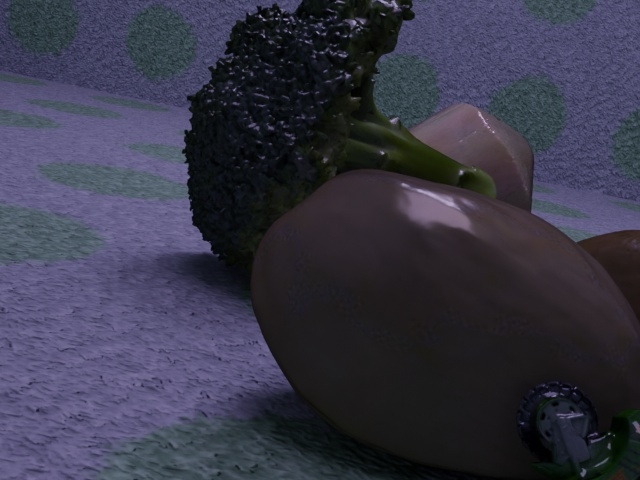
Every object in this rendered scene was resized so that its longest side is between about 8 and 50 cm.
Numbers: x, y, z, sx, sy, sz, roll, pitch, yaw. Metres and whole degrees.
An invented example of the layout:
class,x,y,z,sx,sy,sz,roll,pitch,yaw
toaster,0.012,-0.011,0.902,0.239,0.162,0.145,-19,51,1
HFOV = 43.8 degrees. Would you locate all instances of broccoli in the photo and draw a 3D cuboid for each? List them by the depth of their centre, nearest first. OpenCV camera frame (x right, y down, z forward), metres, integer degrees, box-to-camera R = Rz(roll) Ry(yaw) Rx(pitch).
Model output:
class,x,y,z,sx,sy,sz,roll,pitch,yaw
broccoli,0.013,-0.074,0.970,0.353,0.397,0.274,-24,48,13

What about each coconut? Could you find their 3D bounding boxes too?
class,x,y,z,sx,sy,sz,roll,pitch,yaw
coconut,0.218,-0.091,1.241,0.244,0.239,0.239,-26,22,-9

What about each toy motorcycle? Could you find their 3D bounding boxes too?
class,x,y,z,sx,sy,sz,roll,pitch,yaw
toy motorcycle,0.209,0.157,0.494,0.190,0.106,0.074,16,-11,4

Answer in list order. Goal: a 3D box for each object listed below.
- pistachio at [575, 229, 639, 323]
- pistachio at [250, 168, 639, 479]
class,x,y,z,sx,sy,sz,roll,pitch,yaw
pistachio,0.390,0.069,0.912,0.261,0.162,0.213,7,23,27
pistachio,0.107,0.067,0.602,0.332,0.207,0.226,26,57,0
